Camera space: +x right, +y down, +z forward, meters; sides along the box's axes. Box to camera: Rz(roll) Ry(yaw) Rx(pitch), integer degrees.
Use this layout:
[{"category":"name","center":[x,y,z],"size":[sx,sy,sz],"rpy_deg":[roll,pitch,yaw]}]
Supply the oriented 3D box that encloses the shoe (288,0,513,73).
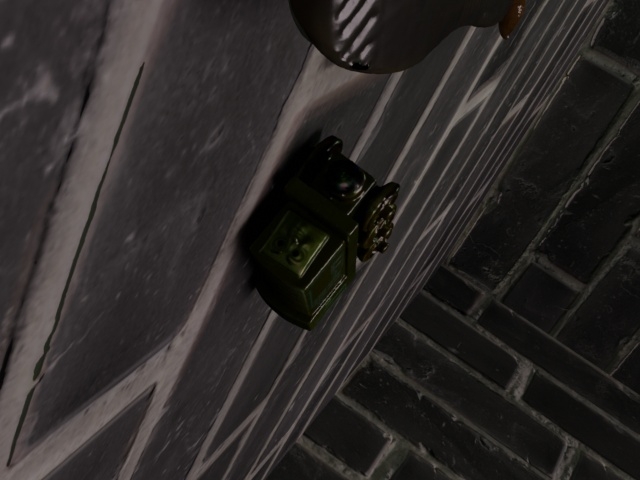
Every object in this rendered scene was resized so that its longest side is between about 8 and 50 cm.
[{"category":"shoe","center":[0.049,-0.163,0.498],"size":[0.275,0.098,0.103],"rpy_deg":[-34,149,-59]}]

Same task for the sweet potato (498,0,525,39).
[{"category":"sweet potato","center":[0.234,-0.309,1.035],"size":[0.044,0.044,0.179],"rpy_deg":[-47,160,-38]}]

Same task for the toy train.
[{"category":"toy train","center":[0.000,0.000,0.802],"size":[0.137,0.090,0.225],"rpy_deg":[-50,169,-10]}]
